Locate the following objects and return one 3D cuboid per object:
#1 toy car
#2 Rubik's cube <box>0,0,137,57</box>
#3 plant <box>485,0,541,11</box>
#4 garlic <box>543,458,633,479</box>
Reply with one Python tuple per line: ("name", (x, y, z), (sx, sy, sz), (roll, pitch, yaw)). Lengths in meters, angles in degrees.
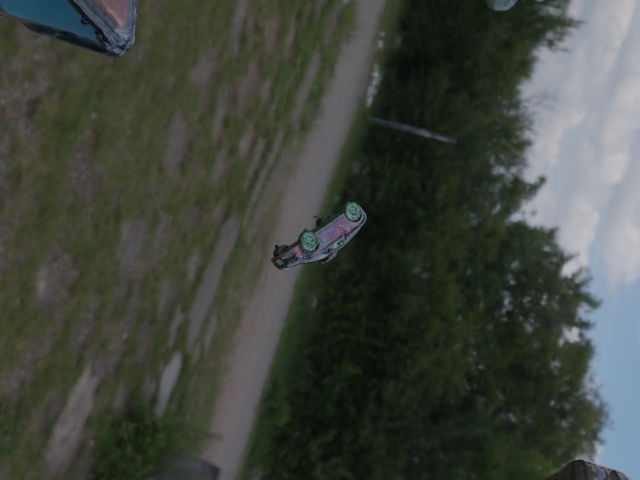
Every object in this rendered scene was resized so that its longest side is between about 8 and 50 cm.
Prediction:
("toy car", (0.000, 0.000, 1.146), (0.142, 0.055, 0.069), (-35, -174, -38))
("Rubik's cube", (-0.202, -0.237, 0.471), (0.233, 0.228, 0.229), (-111, -154, -65))
("plant", (0.235, -0.373, 1.123), (0.149, 0.146, 0.274), (-54, 164, -8))
("garlic", (0.302, 0.314, 1.064), (0.102, 0.147, 0.159), (-89, 178, -51))
